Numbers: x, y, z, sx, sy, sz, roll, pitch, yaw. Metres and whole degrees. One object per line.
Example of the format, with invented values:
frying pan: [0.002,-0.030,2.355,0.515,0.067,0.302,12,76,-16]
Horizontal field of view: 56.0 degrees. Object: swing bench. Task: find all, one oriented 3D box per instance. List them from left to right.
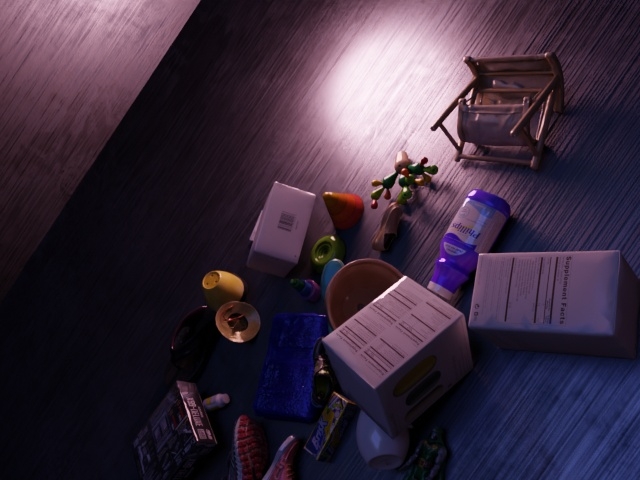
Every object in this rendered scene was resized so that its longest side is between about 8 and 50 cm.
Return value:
swing bench: [0.471,-0.343,1.571,0.253,0.165,0.255,15,72,45]

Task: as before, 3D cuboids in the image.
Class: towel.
towel: [-0.084,0.357,1.724,0.227,0.076,0.309,-9,62,39]

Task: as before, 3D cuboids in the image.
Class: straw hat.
straw hat: [-0.267,0.268,1.937,0.061,0.144,0.145,116,158,-60]

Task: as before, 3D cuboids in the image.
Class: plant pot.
plant pot: [-0.332,0.152,1.963,0.134,0.095,0.134,-14,51,18]
plant pot: [0.119,0.174,1.588,0.110,0.237,0.238,136,153,-73]

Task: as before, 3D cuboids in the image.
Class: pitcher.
pitcher: [0.168,0.426,1.442,0.177,0.125,0.207,-24,41,21]

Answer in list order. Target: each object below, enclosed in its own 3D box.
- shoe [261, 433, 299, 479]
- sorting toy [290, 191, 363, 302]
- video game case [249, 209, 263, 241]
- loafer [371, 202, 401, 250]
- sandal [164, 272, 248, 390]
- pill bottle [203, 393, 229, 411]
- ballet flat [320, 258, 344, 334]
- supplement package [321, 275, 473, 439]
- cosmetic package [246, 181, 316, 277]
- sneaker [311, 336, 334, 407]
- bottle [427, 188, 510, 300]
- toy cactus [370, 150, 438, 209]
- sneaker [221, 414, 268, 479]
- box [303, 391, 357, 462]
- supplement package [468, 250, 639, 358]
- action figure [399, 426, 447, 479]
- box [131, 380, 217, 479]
shoe: [-0.089,0.614,1.603,0.081,0.063,0.178,27,81,31]
sorting toy: [0.000,0.000,1.815,0.127,0.126,0.366,14,76,44]
video game case: [-0.166,-0.041,2.061,0.166,0.015,0.119,11,74,44]
loafer: [0.198,-0.034,1.713,0.050,0.056,0.148,27,96,45]
sandal: [-0.416,0.295,2.026,0.167,0.107,0.446,30,87,45]
pill bottle: [-0.324,0.504,1.876,0.083,0.043,0.044,-26,52,28]
ballet flat: [0.051,0.179,1.690,0.083,0.087,0.248,-11,71,16]
supplement package: [0.181,0.264,1.387,0.262,0.199,0.198,-35,41,-18]
cosmetic package: [-0.126,-0.027,1.859,0.225,0.138,0.224,128,158,-71]
sneaker: [0.012,0.351,1.612,0.078,0.066,0.188,116,160,-65]
bottle: [0.364,0.013,1.511,0.118,0.092,0.283,28,87,45]
toy cactus: [0.232,-0.191,1.747,0.219,0.112,0.181,-34,39,34]
sneaker: [-0.221,0.635,1.660,0.112,0.120,0.300,-23,54,33]
box: [0.028,0.487,1.570,0.059,0.054,0.169,25,84,45]
supplement package: [0.493,0.133,1.270,0.292,0.177,0.176,-2,65,40]
action figure: [0.229,0.535,1.367,0.137,0.063,0.232,9,70,47]
box: [-0.465,0.633,1.874,0.308,0.076,0.242,-53,43,17]
